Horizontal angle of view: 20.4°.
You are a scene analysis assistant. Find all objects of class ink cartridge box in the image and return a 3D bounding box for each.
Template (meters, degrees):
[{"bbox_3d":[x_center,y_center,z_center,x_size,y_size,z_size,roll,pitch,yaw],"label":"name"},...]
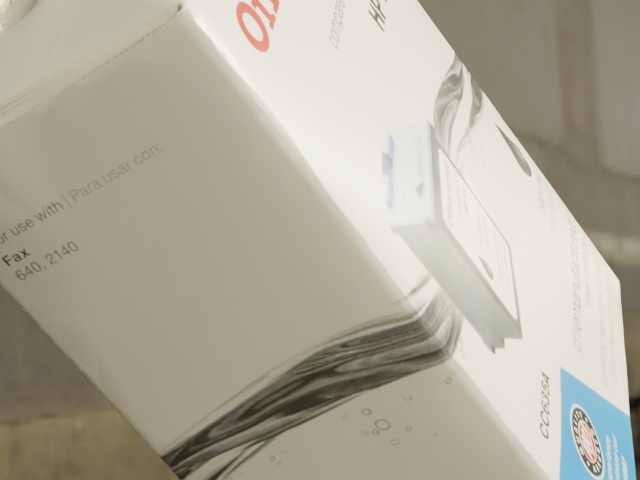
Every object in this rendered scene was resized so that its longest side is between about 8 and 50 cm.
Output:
[{"bbox_3d":[0.000,0.000,0.453,0.191,0.082,0.140,53,24,-26],"label":"ink cartridge box"}]
